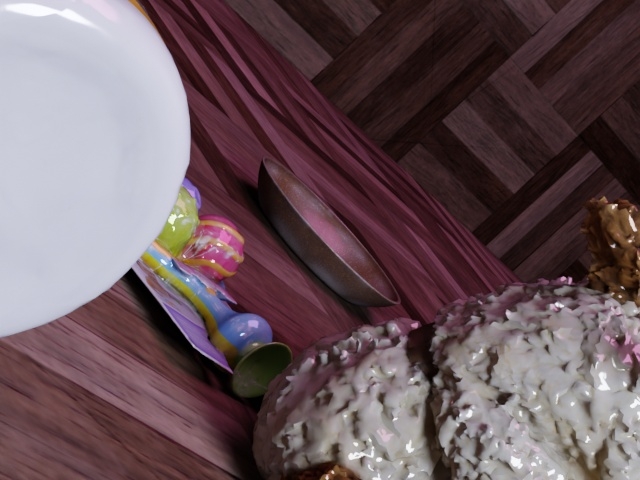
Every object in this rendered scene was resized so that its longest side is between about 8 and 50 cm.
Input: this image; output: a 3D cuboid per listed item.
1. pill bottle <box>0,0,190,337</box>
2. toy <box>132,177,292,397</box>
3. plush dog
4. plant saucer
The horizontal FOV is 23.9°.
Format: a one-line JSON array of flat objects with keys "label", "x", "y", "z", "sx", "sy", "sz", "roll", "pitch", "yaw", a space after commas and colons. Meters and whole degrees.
[{"label": "pill bottle", "x": -0.169, "y": -0.098, "z": 0.640, "sx": 0.162, "sy": 0.162, "sz": 0.278, "roll": 40, "pitch": 11, "yaw": -41}, {"label": "toy", "x": -0.084, "y": 0.004, "z": 0.972, "sx": 0.137, "sy": 0.056, "sz": 0.237, "roll": 39, "pitch": 11, "yaw": -51}, {"label": "plush dog", "x": 0.074, "y": 0.096, "z": 0.806, "sx": 0.262, "sy": 0.225, "sz": 0.210, "roll": -78, "pitch": 157, "yaw": -71}, {"label": "plant saucer", "x": 0.000, "y": 0.000, "z": 1.496, "sx": 0.198, "sy": 0.036, "sz": 0.198, "roll": 45, "pitch": 7, "yaw": -8}]
